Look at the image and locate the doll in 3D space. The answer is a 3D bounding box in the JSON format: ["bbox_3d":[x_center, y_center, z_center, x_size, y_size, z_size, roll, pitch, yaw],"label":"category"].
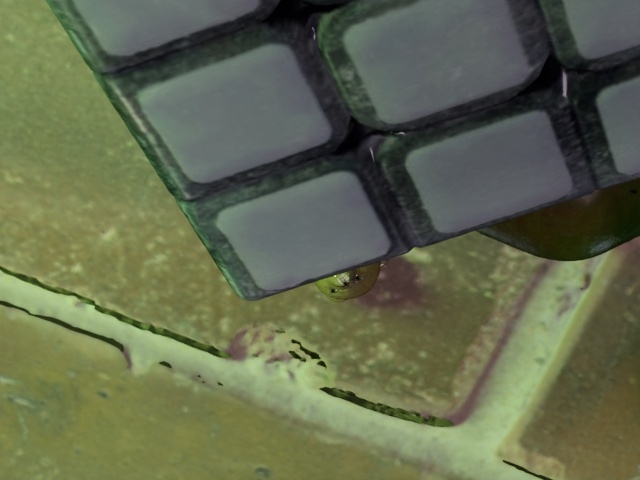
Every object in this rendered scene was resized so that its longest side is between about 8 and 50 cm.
[{"bbox_3d":[0.001,-0.002,1.179,0.061,0.051,0.093,-33,83,14],"label":"doll"}]

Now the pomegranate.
[{"bbox_3d":[0.149,-0.064,1.089,0.180,0.180,0.210,-11,154,4],"label":"pomegranate"}]

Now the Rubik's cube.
[{"bbox_3d":[0.028,-0.197,0.881,0.305,0.301,0.304,-18,143,10],"label":"Rubik's cube"}]
